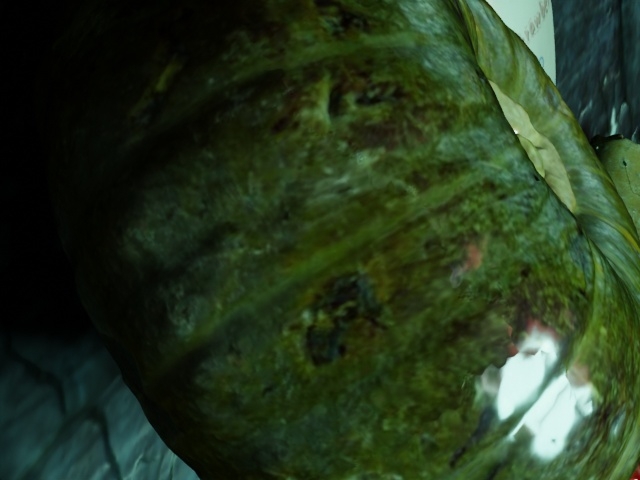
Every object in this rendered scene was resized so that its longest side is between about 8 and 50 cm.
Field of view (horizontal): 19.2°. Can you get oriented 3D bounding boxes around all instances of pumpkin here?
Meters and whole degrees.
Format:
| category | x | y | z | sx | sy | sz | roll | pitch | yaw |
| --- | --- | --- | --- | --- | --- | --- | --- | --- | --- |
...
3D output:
| category | x | y | z | sx | sy | sz | roll | pitch | yaw |
| --- | --- | --- | --- | --- | --- | --- | --- | --- | --- |
| pumpkin | 0.000 | 0.000 | 0.570 | 0.219 | 0.162 | 0.219 | 46 | 20 | -22 |

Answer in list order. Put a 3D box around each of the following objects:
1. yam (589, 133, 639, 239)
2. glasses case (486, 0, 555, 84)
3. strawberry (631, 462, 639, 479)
| category | x | y | z | sx | sy | sz | roll | pitch | yaw |
| --- | --- | --- | --- | --- | --- | --- | --- | --- | --- |
| yam | 0.134 | 0.061 | 1.012 | 0.252 | 0.061 | 0.061 | -69 | 154 | -18 |
| glasses case | 0.074 | -0.037 | 0.848 | 0.081 | 0.051 | 0.204 | -41 | 137 | -50 |
| strawberry | 0.198 | 0.167 | 1.140 | 0.188 | 0.106 | 0.286 | -52 | 144 | -46 |
